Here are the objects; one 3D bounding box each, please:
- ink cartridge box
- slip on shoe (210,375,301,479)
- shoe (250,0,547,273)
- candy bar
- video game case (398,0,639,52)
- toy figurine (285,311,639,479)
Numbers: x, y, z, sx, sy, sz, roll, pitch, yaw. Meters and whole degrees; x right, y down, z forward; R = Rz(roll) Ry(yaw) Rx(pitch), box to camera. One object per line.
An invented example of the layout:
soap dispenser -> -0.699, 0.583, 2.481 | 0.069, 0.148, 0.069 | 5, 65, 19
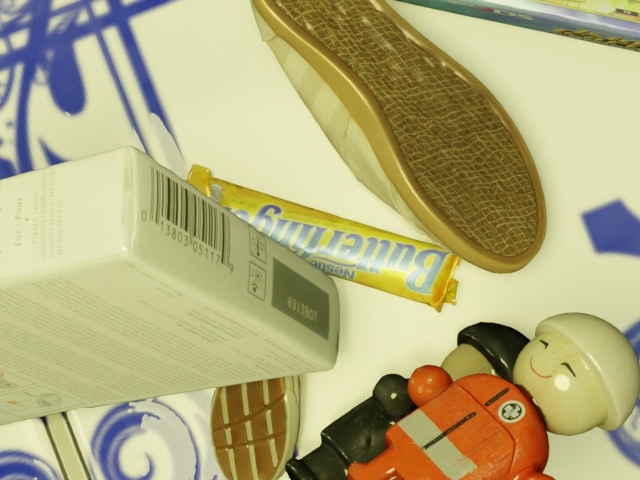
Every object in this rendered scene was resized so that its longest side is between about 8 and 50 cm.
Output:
ink cartridge box -> -0.135, 0.033, 0.879 | 0.232, 0.189, 0.066 | -8, 68, 28
slip on shoe -> -0.032, 0.067, 0.969 | 0.051, 0.041, 0.135 | 2, 105, 24
shoe -> 0.040, -0.072, 0.967 | 0.076, 0.058, 0.219 | -39, 91, -19
candy bar -> 0.000, 0.000, 0.981 | 0.161, 0.018, 0.040 | 17, 90, 4
video game case -> 0.189, -0.222, 0.956 | 0.269, 0.061, 0.244 | 13, 88, 3
toy figurine -> 0.103, 0.145, 0.881 | 0.148, 0.213, 0.209 | -33, 91, -15
